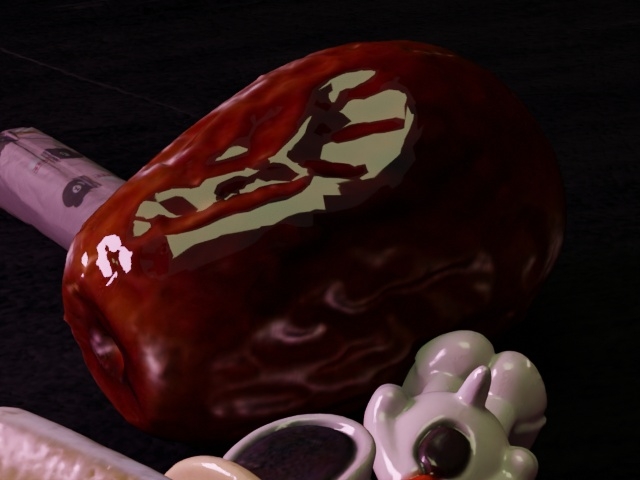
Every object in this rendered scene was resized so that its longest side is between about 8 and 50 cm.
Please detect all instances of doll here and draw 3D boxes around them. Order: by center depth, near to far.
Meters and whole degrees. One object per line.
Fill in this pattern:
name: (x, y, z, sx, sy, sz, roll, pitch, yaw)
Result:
doll: (0.017, 0.140, 0.846, 0.208, 0.144, 0.271, 15, 30, -4)

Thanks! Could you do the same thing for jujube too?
jujube: (0.000, 0.000, 1.024, 0.318, 0.223, 0.223, -28, 33, -26)

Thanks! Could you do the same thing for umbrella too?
umbrella: (-0.157, -0.012, 1.230, 0.067, 0.073, 0.337, -40, 39, -19)

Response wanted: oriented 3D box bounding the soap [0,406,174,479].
soap: (-0.055, 0.216, 0.532, 0.281, 0.259, 0.143, 17, 15, 41)
